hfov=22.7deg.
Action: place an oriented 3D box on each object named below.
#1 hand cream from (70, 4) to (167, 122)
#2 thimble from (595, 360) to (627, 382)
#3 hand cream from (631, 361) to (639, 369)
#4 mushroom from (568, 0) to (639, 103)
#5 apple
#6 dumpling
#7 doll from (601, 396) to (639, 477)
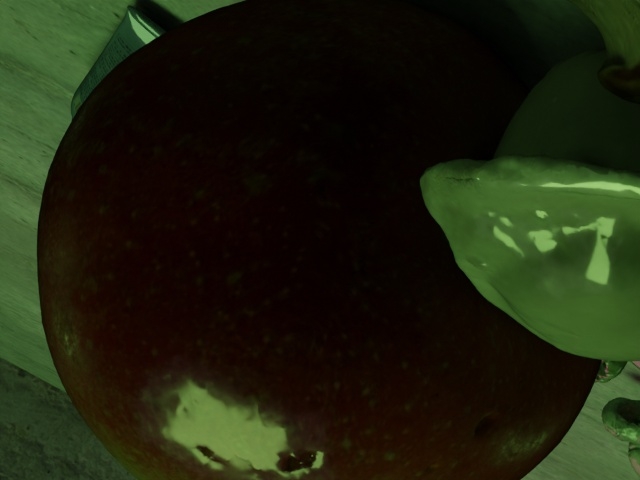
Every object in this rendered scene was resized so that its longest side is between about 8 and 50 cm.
[{"bbox_3d":[-0.157,-0.128,1.325,0.088,0.055,0.256,42,159,-10],"label":"hand cream"},{"bbox_3d":[0.206,0.067,1.251,0.084,0.062,0.110,35,162,-11],"label":"thimble"},{"bbox_3d":[0.321,0.136,1.297,0.194,0.042,0.067,37,164,-8],"label":"hand cream"},{"bbox_3d":[0.057,-0.186,0.736,0.328,0.122,0.159,32,-161,-2],"label":"mushroom"},{"bbox_3d":[0.006,0.016,0.984,0.277,0.348,0.348,-13,137,40],"label":"apple"},{"bbox_3d":[0.199,-0.034,0.824,0.227,0.243,0.175,-24,102,52],"label":"dumpling"},{"bbox_3d":[0.335,0.202,1.404,0.214,0.071,0.103,33,165,-21],"label":"doll"}]
